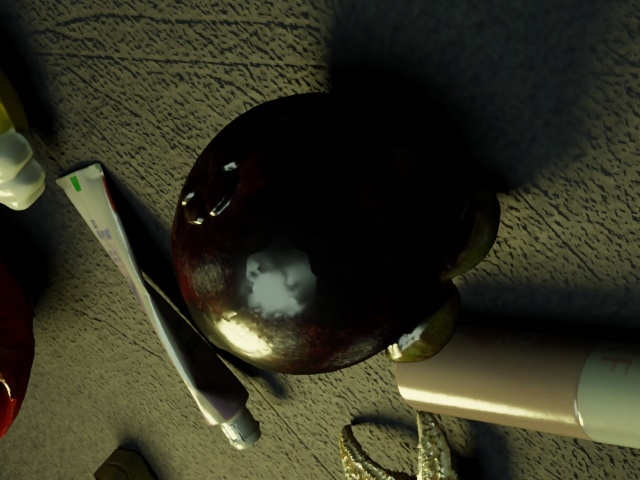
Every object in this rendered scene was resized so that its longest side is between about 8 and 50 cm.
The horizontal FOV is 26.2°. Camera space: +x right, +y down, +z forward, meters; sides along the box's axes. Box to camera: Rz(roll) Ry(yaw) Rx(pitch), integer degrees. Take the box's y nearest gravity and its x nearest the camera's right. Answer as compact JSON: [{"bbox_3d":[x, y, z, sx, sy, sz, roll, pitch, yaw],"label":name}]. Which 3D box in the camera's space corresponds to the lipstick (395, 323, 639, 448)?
[{"bbox_3d":[0.171,0.101,0.962,0.254,0.070,0.070,4,130,43],"label":"lipstick"}]

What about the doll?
[{"bbox_3d":[-0.361,-0.120,1.219,0.237,0.111,0.252,9,143,41],"label":"doll"}]

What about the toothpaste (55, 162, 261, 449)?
[{"bbox_3d":[-0.144,0.063,1.259,0.301,0.048,0.075,58,171,-11],"label":"toothpaste"}]

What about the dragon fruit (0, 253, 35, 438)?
[{"bbox_3d":[-0.433,0.107,1.393,0.295,0.295,0.301,50,158,-10],"label":"dragon fruit"}]

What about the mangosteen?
[{"bbox_3d":[0.000,0.000,0.923,0.210,0.210,0.210,27,143,22],"label":"mangosteen"}]

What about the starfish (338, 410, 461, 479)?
[{"bbox_3d":[0.102,0.243,1.196,0.216,0.071,0.238,17,133,24],"label":"starfish"}]

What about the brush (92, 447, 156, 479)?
[{"bbox_3d":[-0.200,0.359,1.591,0.047,0.103,0.233,4,132,46],"label":"brush"}]
